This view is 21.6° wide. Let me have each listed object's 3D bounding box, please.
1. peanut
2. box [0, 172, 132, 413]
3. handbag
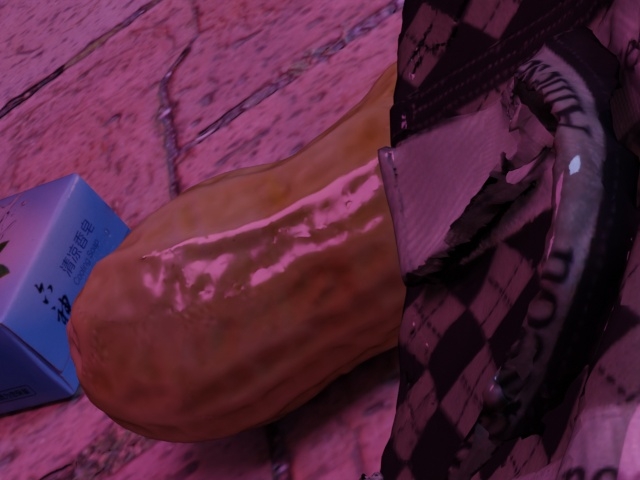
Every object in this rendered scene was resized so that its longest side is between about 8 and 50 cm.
[{"bbox_3d":[0.000,0.000,0.926,0.305,0.147,0.147,-31,31,7],"label":"peanut"},{"bbox_3d":[-0.251,0.053,1.184,0.232,0.083,0.142,-15,39,34],"label":"box"},{"bbox_3d":[0.091,0.041,0.592,0.316,0.180,0.416,-23,52,63],"label":"handbag"}]
